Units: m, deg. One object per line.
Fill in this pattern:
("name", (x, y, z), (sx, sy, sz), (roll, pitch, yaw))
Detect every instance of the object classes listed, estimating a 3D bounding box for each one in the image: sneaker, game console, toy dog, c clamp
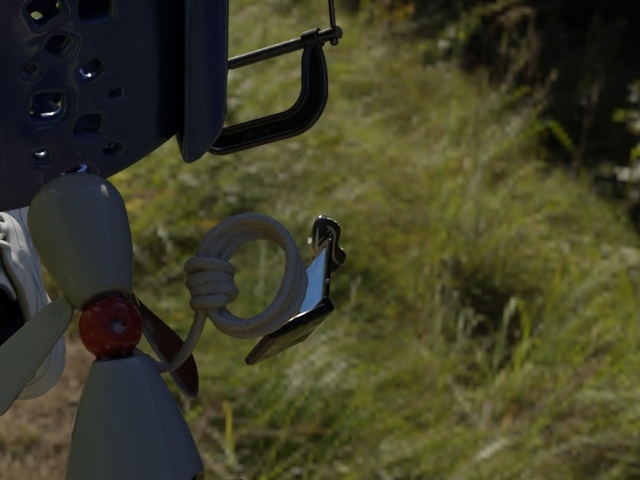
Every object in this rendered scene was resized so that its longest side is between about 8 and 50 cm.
("sneaker", (-0.328, 0.012, 1.690), (0.111, 0.297, 0.129), (-19, -9, -4))
("sneaker", (0.000, 0.000, 2.007), (0.044, 0.109, 0.040), (40, 71, 24))
("game console", (-0.033, 0.064, 1.696), (0.107, 0.122, 0.071), (-24, 79, -22))
("toy dog", (-0.143, 0.134, 1.207), (0.220, 0.161, 0.333), (12, 69, -13))
("c clamp", (-0.046, -0.145, 1.454), (0.161, 0.137, 0.022), (-19, -23, 27))

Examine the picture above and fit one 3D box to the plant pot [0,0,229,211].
("plant pot", (-0.190, -0.187, 1.308), (0.212, 0.236, 0.236), (-9, 46, -12))
